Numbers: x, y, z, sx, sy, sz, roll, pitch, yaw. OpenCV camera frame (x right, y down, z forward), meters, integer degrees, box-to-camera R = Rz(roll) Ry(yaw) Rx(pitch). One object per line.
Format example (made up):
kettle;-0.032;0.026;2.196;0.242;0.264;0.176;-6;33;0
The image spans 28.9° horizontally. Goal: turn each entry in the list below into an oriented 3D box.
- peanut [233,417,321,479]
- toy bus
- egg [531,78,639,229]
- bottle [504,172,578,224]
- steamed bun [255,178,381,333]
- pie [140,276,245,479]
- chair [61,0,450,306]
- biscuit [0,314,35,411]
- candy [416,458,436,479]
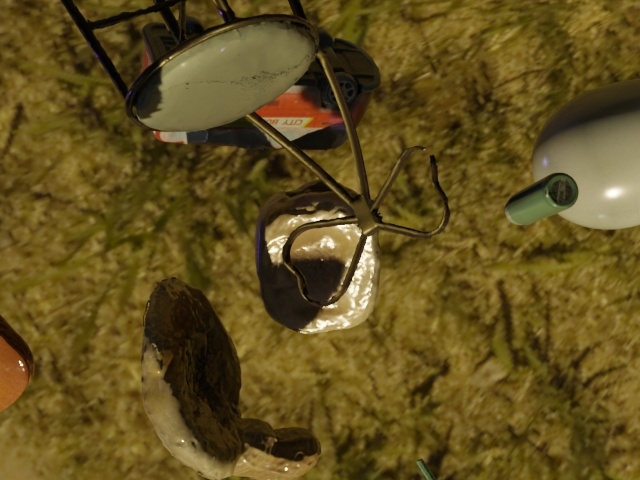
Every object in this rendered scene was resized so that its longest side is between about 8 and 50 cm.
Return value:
peanut;-0.110;0.382;2.271;0.196;0.233;0.110;-13;64;62
toy bus;-0.070;-0.169;1.395;0.121;0.265;0.120;-116;34;-47
egg;0.324;-0.091;1.293;0.209;0.151;0.151;-14;101;15
bottle;0.176;-0.032;1.002;0.030;0.030;0.083;57;161;0
steamed bun;0.000;0.000;1.439;0.140;0.155;0.172;0;119;3
pie;-0.135;0.132;1.256;0.052;0.218;0.185;-19;141;17
chair;-0.061;-0.118;0.887;0.159;0.170;0.326;-34;74;31
biscuit;-0.456;0.139;1.551;0.186;0.036;0.192;-32;105;36
candy;0.203;0.395;1.544;0.288;0.084;0.078;59;150;16
